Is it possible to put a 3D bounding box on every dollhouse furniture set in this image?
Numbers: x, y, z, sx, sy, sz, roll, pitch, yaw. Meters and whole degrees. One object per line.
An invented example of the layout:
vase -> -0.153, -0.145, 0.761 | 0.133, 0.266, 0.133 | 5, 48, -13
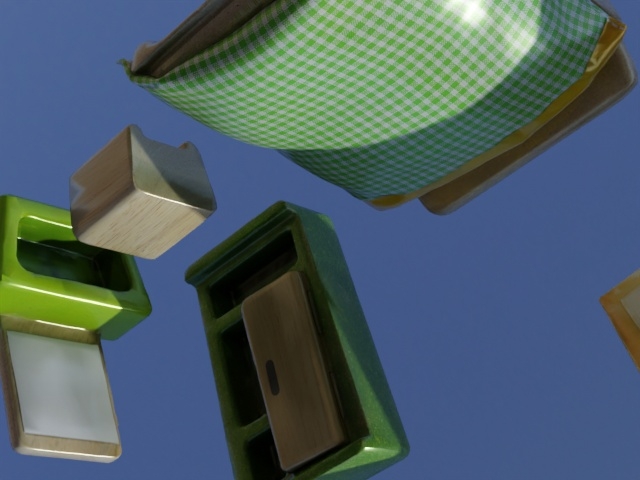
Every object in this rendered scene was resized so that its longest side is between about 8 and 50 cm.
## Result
dollhouse furniture set -> 0.000, 0.000, 0.627 | 0.301, 0.198, 0.151 | -35, -124, 32

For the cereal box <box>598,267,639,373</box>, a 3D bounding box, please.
cereal box -> 0.266, 0.022, 0.636 | 0.240, 0.047, 0.173 | -38, -141, 17
